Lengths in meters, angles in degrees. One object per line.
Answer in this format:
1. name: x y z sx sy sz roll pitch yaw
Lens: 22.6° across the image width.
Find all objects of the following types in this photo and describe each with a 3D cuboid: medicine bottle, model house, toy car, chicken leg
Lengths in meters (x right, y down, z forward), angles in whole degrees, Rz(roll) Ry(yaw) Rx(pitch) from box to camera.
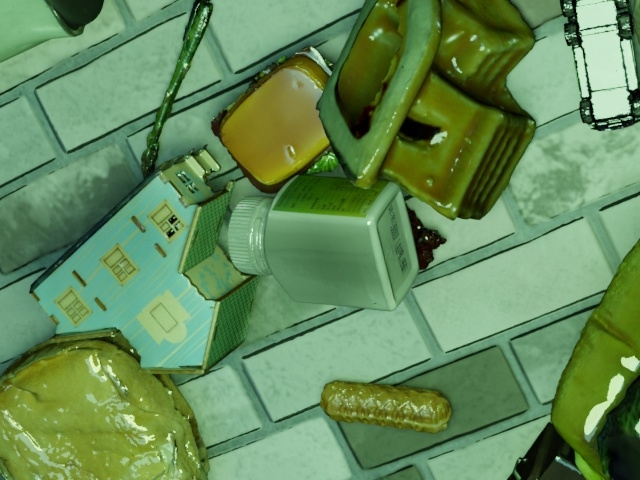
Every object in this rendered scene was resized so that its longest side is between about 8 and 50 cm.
1. medicine bottle: 0.000 0.000 1.746 0.189 0.088 0.132 5 129 28
2. model house: -0.167 0.051 1.828 0.271 0.178 0.206 -41 86 19
3. toy car: 0.301 -0.200 1.693 0.071 0.062 0.165 -8 103 18
4. chicken leg: 0.036 -0.001 1.830 0.219 0.048 0.089 0 103 15
5. model house: 0.142 -0.151 1.690 0.239 0.173 0.268 27 91 -29

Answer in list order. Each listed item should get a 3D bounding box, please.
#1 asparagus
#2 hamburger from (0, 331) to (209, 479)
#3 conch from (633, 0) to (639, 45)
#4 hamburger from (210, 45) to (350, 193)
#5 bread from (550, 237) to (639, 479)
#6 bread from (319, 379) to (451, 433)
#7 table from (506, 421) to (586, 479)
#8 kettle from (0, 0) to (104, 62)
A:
1. asparagus: -0.171 -0.171 1.851 0.022 0.023 0.232 46 121 48
2. hamburger: -0.268 0.247 1.936 0.260 0.144 0.283 -23 95 17
3. conch: 0.415 -0.202 1.618 0.210 0.159 0.291 8 145 3
4. hamburger: -0.030 -0.131 1.788 0.166 0.087 0.137 -35 96 22
5. bread: 0.386 0.102 1.625 0.208 0.251 0.376 28 90 31
6. bread: 0.076 0.194 1.878 0.157 0.044 0.052 5 113 14
7. table: 0.277 0.316 1.793 0.172 0.169 0.193 35 112 3
8. kettle: -0.462 -0.332 1.793 0.377 0.250 0.361 -19 72 17
